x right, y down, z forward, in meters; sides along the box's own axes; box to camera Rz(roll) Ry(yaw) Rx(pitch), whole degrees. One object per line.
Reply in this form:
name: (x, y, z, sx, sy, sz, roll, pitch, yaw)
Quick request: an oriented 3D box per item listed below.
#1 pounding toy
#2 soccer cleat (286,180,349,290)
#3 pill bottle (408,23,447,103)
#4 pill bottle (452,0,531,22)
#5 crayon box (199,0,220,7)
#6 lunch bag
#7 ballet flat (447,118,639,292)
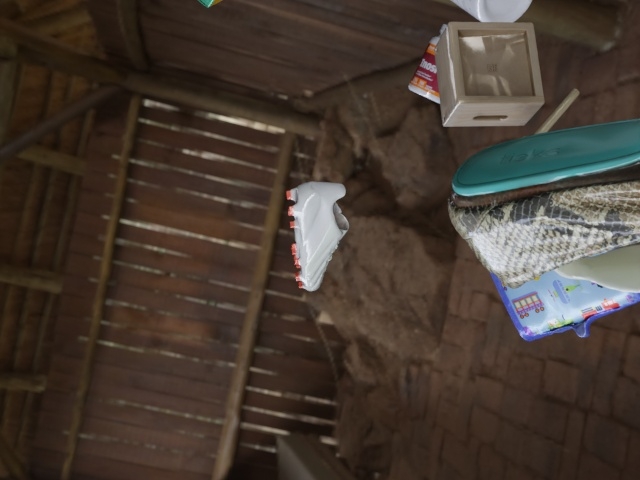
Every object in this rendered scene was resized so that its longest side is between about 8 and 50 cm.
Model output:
pounding toy: (0.269, -0.200, 1.266, 0.094, 0.181, 0.206, 117, 151, -73)
soccer cleat: (0.000, 0.000, 1.143, 0.196, 0.076, 0.068, 87, 174, -51)
pill bottle: (0.252, -0.370, 1.844, 0.086, 0.086, 0.152, -110, 43, -75)
pill bottle: (0.292, -0.508, 1.674, 0.229, 0.131, 0.131, 53, 134, 45)
crayon box: (-0.140, -0.589, 1.679, 0.278, 0.081, 0.165, -46, 4, 34)
lunch bag: (0.404, 0.026, 1.513, 0.221, 0.138, 0.293, -26, 76, 30)
ballet flat: (0.334, -0.049, 0.752, 0.482, 0.182, 0.164, -18, 23, 43)
